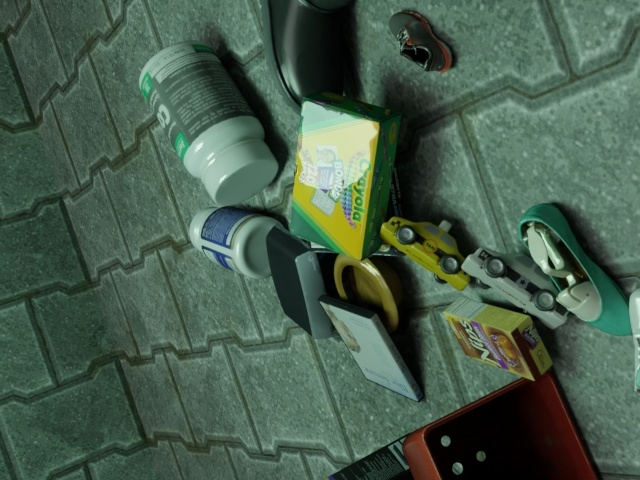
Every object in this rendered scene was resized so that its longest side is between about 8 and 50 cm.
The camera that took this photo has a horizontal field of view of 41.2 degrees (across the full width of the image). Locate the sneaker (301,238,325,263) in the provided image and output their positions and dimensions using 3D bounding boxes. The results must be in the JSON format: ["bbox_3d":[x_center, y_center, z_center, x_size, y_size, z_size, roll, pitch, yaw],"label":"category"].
[{"bbox_3d":[0.000,0.000,1.895,0.069,0.082,0.209,48,162,7],"label":"sneaker"}]

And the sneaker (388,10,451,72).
[{"bbox_3d":[0.158,-0.343,1.464,0.158,0.065,0.061,49,142,34],"label":"sneaker"}]

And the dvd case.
[{"bbox_3d":[0.105,0.227,1.797,0.180,0.022,0.253,14,141,52],"label":"dvd case"}]

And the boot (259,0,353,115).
[{"bbox_3d":[0.062,-0.437,1.497,0.445,0.146,0.366,-14,94,54],"label":"boot"}]

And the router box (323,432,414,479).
[{"bbox_3d":[0.090,0.583,1.891,0.081,0.243,0.308,49,141,29],"label":"router box"}]

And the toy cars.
[{"bbox_3d":[0.268,0.033,1.473,0.394,0.087,0.176,23,163,48],"label":"toy cars"}]

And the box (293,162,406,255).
[{"bbox_3d":[0.060,-0.062,1.672,0.220,0.051,0.175,1,111,37],"label":"box"}]

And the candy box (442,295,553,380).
[{"bbox_3d":[0.306,0.169,1.484,0.109,0.053,0.187,60,161,-21],"label":"candy box"}]

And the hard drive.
[{"bbox_3d":[-0.050,0.100,1.934,0.172,0.054,0.254,35,145,46],"label":"hard drive"}]

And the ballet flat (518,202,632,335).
[{"bbox_3d":[0.384,0.055,1.320,0.247,0.087,0.083,59,145,17],"label":"ballet flat"}]

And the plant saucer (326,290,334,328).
[{"bbox_3d":[0.006,0.157,1.993,0.119,0.021,0.119,31,130,45],"label":"plant saucer"}]

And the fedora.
[{"bbox_3d":[0.111,0.097,1.753,0.194,0.079,0.194,34,140,35],"label":"fedora"}]

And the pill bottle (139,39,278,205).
[{"bbox_3d":[-0.258,-0.273,1.987,0.361,0.204,0.204,57,145,20],"label":"pill bottle"}]

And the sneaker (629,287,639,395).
[{"bbox_3d":[0.484,0.176,1.232,0.080,0.094,0.212,-11,97,59],"label":"sneaker"}]

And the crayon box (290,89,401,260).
[{"bbox_3d":[0.042,-0.120,1.569,0.165,0.081,0.278,22,121,27],"label":"crayon box"}]

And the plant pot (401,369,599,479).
[{"bbox_3d":[0.292,0.406,1.507,0.267,0.267,0.236,67,159,5],"label":"plant pot"}]

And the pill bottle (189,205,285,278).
[{"bbox_3d":[-0.208,-0.004,2.104,0.265,0.153,0.153,18,121,51],"label":"pill bottle"}]
